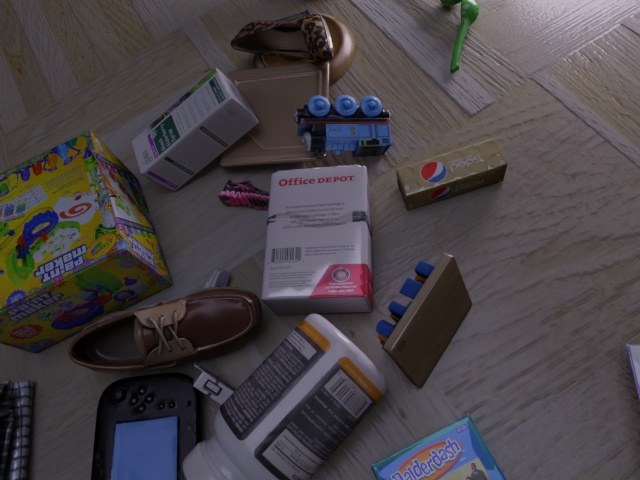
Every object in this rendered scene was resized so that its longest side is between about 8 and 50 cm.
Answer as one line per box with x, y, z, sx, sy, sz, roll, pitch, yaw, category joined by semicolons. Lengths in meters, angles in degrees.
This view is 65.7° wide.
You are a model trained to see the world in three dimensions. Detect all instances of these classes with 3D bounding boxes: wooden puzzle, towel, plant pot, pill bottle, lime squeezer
-0.091;-0.257;1.017;0.221;0.044;0.238;-2;71;12;wooden puzzle
-0.633;0.364;0.809;0.284;0.121;0.234;-13;64;6;towel
-0.041;-0.425;1.101;0.237;0.032;0.236;-5;64;11;plant pot
-0.049;0.253;0.709;0.278;0.162;0.162;-45;64;-10;pill bottle
0.271;-0.495;1.063;0.110;0.059;0.310;-35;60;29;lime squeezer

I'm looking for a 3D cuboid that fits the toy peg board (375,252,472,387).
0.141;0.112;0.745;0.079;0.160;0.161;25;72;38;toy peg board

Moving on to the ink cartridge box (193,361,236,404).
-0.175;0.230;0.792;0.083;0.048;0.028;37;76;-7;ink cartridge box

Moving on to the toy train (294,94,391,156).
0.044;-0.210;0.925;0.184;0.080;0.105;-3;79;-10;toy train

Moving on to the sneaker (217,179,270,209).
-0.138;-0.095;0.963;0.120;0.047;0.057;9;56;15;sneaker

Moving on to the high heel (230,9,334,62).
-0.080;-0.392;1.002;0.186;0.093;0.261;-20;39;-3;high heel

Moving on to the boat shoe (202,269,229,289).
-0.199;0.097;0.891;0.035;0.035;0.100;5;69;46;boat shoe

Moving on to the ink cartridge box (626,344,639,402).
0.533;0.238;0.654;0.209;0.045;0.206;-3;65;10;ink cartridge box

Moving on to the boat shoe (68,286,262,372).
-0.253;0.156;0.808;0.325;0.116;0.123;-16;89;9;boat shoe

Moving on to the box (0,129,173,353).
-0.475;0.005;0.911;0.290;0.177;0.279;-26;62;-1;box

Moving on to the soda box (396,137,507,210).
0.231;-0.116;0.881;0.182;0.058;0.061;-17;63;5;soda box

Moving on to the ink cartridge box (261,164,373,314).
0.000;0.000;0.852;0.172;0.100;0.237;-3;66;11;ink cartridge box

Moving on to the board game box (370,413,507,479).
0.186;0.370;0.666;0.160;0.047;0.210;-27;63;0;board game box

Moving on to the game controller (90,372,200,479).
-0.265;0.367;0.757;0.167;0.067;0.318;-11;64;7;game controller

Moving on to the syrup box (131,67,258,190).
-0.250;-0.212;0.976;0.237;0.096;0.093;-35;60;14;syrup box
